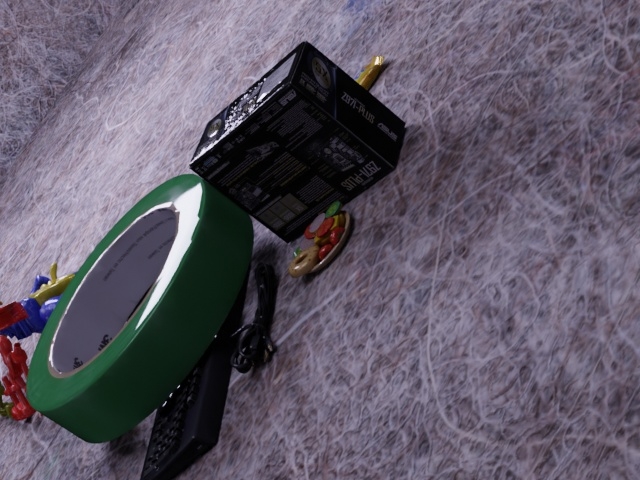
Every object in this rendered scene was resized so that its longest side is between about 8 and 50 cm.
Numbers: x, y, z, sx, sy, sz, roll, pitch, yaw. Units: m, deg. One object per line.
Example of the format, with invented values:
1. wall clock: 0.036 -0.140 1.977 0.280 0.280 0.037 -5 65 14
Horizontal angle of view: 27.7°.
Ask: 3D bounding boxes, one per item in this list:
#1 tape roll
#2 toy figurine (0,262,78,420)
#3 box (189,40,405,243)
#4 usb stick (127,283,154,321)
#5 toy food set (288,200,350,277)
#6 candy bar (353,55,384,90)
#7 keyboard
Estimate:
1. tape roll: -0.208 0.074 1.479 0.321 0.077 0.321 -41 25 24
2. toy figurine: -0.380 0.125 1.861 0.217 0.191 0.362 -28 2 -25
3. box: -0.025 -0.102 1.386 0.180 0.147 0.078 -36 26 39
4. usb stick: -0.153 -0.001 1.637 0.278 0.045 0.077 -53 20 -5
5. toy food set: 0.000 0.000 1.344 0.083 0.020 0.083 -40 23 30
6. candy bar: 0.026 -0.156 1.553 0.161 0.018 0.040 -54 20 -6
7. keyboard: -0.115 0.112 1.391 0.201 0.033 0.317 -41 24 27
